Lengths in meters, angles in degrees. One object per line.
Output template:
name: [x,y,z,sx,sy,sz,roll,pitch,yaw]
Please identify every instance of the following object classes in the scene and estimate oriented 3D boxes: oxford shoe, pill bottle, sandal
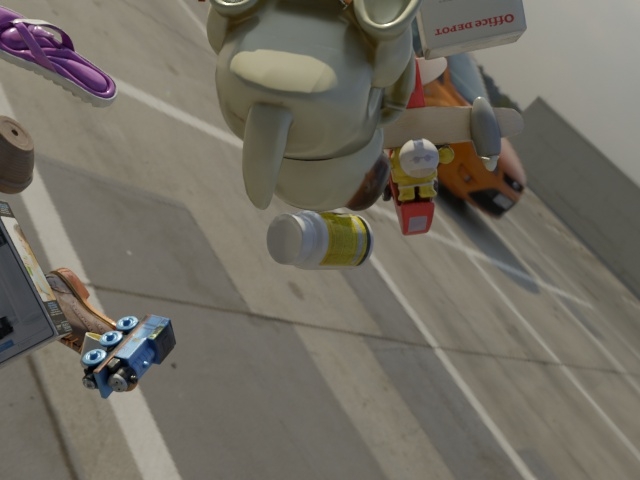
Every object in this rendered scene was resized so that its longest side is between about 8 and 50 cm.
oxford shoe: [-0.569,0.225,1.719,0.363,0.130,0.132,44,30,16]
pill bottle: [0.000,0.000,1.458,0.208,0.119,0.119,3,43,-49]
sandal: [-0.694,-0.496,1.869,0.416,0.102,0.169,28,40,-34]

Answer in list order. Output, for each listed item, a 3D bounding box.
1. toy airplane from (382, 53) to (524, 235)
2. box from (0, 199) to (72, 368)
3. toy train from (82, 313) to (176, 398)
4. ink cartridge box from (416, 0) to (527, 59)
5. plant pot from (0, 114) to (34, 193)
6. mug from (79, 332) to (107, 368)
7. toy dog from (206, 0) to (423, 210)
toy airplane: [0.210,-0.233,1.645,0.384,0.386,0.272,39,15,-15]
box: [-0.615,0.085,1.375,0.290,0.169,0.087,64,-1,2]
toy train: [-0.344,0.204,1.313,0.105,0.080,0.184,7,34,22]
ink cartridge box: [0.289,-0.535,1.507,0.117,0.207,0.283,-19,99,-85]
plant pot: [-0.823,-0.244,1.890,0.237,0.109,0.237,48,17,-19]
mug: [-0.439,0.222,1.442,0.062,0.064,0.078,19,-3,12]
toy dog: [0.005,-0.186,1.023,0.408,0.284,0.396,81,12,-69]
